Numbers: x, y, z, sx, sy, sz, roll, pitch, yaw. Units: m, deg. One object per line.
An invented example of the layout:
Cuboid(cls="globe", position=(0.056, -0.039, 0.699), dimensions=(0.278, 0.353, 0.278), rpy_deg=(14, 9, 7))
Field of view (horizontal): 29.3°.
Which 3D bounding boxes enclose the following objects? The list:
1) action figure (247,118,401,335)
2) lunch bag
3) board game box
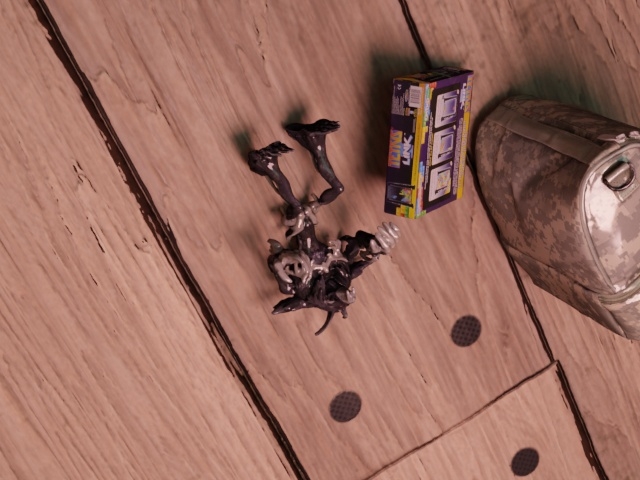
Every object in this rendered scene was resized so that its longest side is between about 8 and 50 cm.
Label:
Cuboid(cls="action figure", position=(0.000, 0.000, 1.510), dimensions=(0.164, 0.141, 0.276), rpy_deg=(-26, 113, -21))
Cuboid(cls="lunch bag", position=(0.342, -0.050, 1.533), dimensions=(0.212, 0.305, 0.256), rpy_deg=(-45, 118, -3))
Cuboid(cls="board game box", position=(0.136, -0.125, 1.530), dimensions=(0.141, 0.048, 0.170), rpy_deg=(-23, 122, -57))
